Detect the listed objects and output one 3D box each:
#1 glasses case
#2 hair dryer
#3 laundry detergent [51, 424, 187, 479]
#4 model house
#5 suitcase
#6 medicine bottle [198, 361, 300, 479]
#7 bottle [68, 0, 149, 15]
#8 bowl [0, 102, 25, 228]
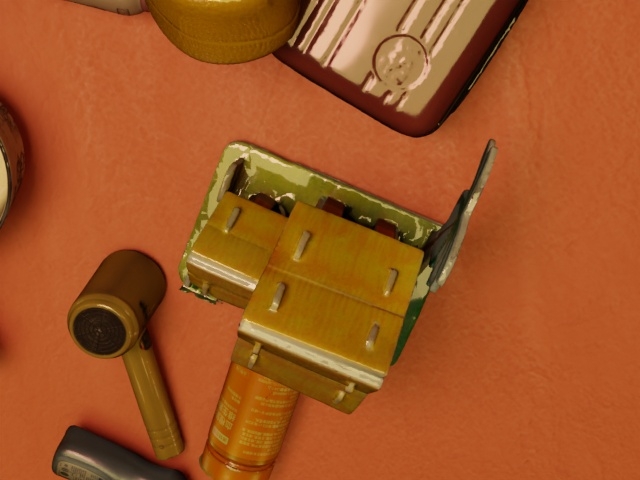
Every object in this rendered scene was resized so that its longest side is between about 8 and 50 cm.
[{"bbox_3d":[-0.107,-0.349,0.972,0.173,0.141,0.371,-1,66,-2],"label":"glasses case"},{"bbox_3d":[-0.228,0.163,1.203,0.090,0.135,0.278,-9,113,9],"label":"hair dryer"},{"bbox_3d":[-0.250,0.317,1.264,0.206,0.061,0.096,25,137,-2],"label":"laundry detergent"},{"bbox_3d":[0.000,0.000,1.027,0.300,0.323,0.340,23,106,-1],"label":"model house"},{"bbox_3d":[0.100,-0.278,1.028,0.236,0.161,0.297,32,105,-1],"label":"suitcase"},{"bbox_3d":[-0.082,0.209,1.208,0.096,0.096,0.191,20,106,1],"label":"medicine bottle"},{"bbox_3d":[-0.240,-0.320,1.080,0.253,0.120,0.120,14,105,1],"label":"bottle"},{"bbox_3d":[-0.458,-0.103,1.144,0.238,0.126,0.237,3,115,6],"label":"bowl"}]
